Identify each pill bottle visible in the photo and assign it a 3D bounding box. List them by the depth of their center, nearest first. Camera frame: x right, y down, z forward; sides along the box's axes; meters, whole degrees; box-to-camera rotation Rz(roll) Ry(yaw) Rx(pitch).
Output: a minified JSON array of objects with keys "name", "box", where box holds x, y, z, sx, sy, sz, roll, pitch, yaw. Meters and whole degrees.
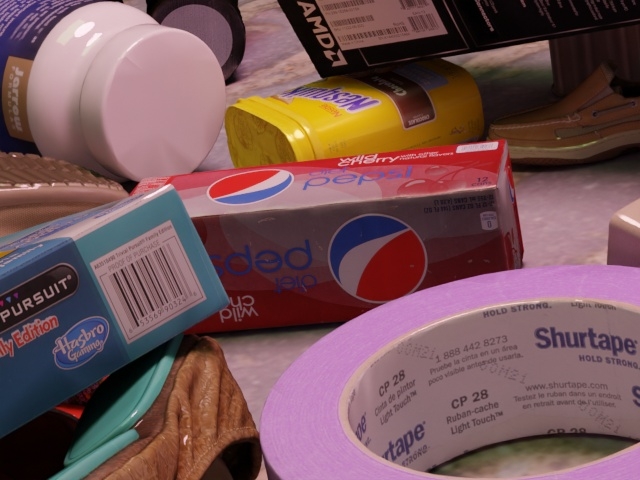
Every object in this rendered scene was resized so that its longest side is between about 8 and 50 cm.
[{"name":"pill bottle","box":[-0.208,-0.128,1.609,0.153,0.153,0.264,-29,29,-35]}]

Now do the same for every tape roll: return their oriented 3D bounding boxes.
[{"name":"tape roll","box":[0.110,0.111,1.010,0.274,0.090,0.275,-9,24,4]}]

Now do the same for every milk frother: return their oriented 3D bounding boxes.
[{"name":"milk frother","box":[0.257,-0.191,1.569,0.129,0.135,0.143,-26,28,-30]}]

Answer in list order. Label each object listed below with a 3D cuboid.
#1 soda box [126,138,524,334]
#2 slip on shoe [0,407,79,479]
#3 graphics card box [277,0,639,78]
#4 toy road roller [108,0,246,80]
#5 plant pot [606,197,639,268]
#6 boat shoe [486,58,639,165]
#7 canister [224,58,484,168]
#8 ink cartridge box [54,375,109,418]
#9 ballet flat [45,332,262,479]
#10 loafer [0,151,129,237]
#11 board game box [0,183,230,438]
[{"name":"soda box","box":[0.000,0.000,1.303,0.263,0.092,0.083,-5,25,13]},{"name":"slip on shoe","box":[-0.191,0.168,1.002,0.123,0.101,0.331,-6,23,16]},{"name":"graphics card box","box":[0.171,-0.248,1.471,0.371,0.094,0.233,-7,39,36]},{"name":"toy road roller","box":[-0.224,-0.266,1.818,0.329,0.241,0.202,-11,23,0]},{"name":"plant pot","box":[0.237,0.029,1.131,0.109,0.109,0.096,-27,40,-33]},{"name":"boat shoe","box":[0.217,-0.103,1.466,0.190,0.072,0.068,-7,24,11]},{"name":"canister","box":[0.028,-0.090,1.522,0.170,0.073,0.126,-20,25,-24]},{"name":"ink cartridge box","box":[-0.153,0.086,1.257,0.062,0.029,0.115,4,27,30]},{"name":"ballet flat","box":[-0.094,0.147,0.967,0.116,0.124,0.342,-38,4,16]},{"name":"loafer","box":[-0.271,-0.007,1.451,0.268,0.092,0.102,-6,20,-30]},{"name":"board game box","box":[-0.248,0.075,1.122,0.253,0.079,0.336,-30,10,-34]}]
